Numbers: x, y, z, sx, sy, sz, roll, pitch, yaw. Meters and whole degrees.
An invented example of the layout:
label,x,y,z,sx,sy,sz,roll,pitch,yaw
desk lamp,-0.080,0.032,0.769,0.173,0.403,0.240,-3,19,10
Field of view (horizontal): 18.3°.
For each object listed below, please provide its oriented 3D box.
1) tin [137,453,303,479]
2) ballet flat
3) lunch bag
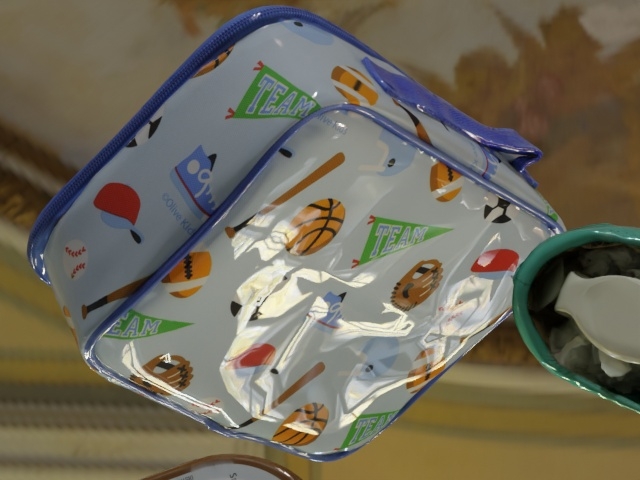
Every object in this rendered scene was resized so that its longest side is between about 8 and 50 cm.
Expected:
label,x,y,z,sx,sy,sz,roll,pitch,yaw
tin,-0.082,0.162,0.895,0.189,0.040,0.106,-20,-121,-4
ballet flat,0.178,0.057,0.765,0.247,0.087,0.083,21,-79,29
lunch bag,0.000,0.000,1.156,0.243,0.303,0.115,-47,-126,14
